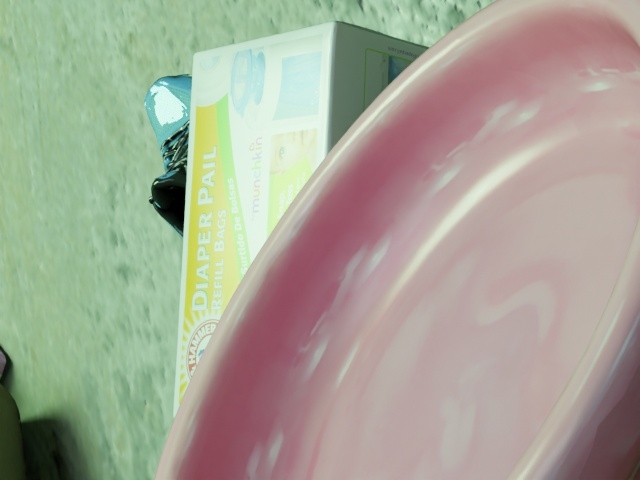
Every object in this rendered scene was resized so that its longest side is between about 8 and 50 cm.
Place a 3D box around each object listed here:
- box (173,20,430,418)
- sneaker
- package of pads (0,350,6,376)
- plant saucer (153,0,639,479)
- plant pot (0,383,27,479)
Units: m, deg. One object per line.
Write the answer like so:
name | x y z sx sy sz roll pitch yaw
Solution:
box | 0.000 0.000 0.887 0.114 0.103 0.203 -6 78 45
sneaker | -0.069 -0.042 0.988 0.063 0.073 0.162 -51 51 28
package of pads | -0.266 0.080 1.165 0.050 0.083 0.032 43 118 45
plant saucer | 0.051 0.051 0.661 0.332 0.084 0.332 -47 22 26
plant pot | -0.287 0.198 1.070 0.263 0.263 0.229 -28 47 40
